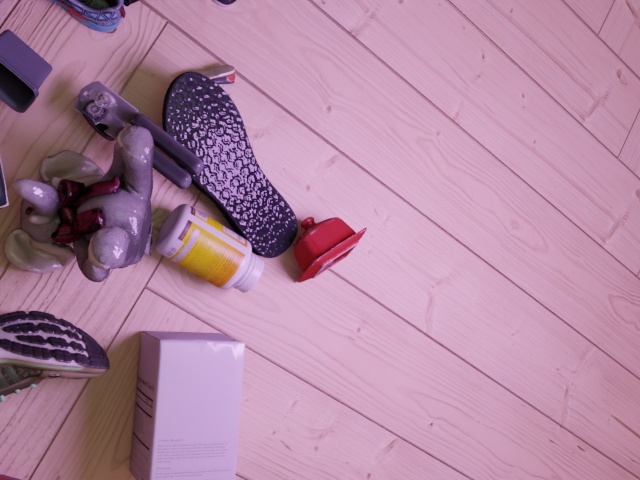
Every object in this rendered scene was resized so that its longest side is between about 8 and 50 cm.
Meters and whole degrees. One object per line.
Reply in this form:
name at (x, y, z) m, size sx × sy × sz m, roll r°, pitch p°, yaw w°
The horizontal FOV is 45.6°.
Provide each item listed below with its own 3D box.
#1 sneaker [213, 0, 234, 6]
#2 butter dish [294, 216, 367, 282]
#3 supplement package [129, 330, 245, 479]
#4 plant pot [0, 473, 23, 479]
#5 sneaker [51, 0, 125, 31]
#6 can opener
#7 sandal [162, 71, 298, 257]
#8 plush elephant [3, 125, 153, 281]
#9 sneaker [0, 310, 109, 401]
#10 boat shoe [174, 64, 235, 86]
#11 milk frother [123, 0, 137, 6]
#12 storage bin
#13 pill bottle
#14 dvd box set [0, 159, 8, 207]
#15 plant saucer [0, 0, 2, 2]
sneaker at (-0.234, -0.593, 1.575) m, size 0.217 × 0.121 × 0.079 m, roll 45°, pitch 71°, yaw -20°
butter dish at (0.000, 0.000, 1.702) m, size 0.159 × 0.160 × 0.118 m, roll -33°, pitch 82°, yaw -24°
supplement package at (-0.270, 0.337, 1.533) m, size 0.177 × 0.175 × 0.293 m, roll 6°, pitch 88°, yaw -25°
plant pot at (-0.662, 0.491, 1.302) m, size 0.265 × 0.272 × 0.273 m, roll 24°, pitch 80°, yaw -33°
sneaker at (-0.488, -0.500, 1.445) m, size 0.261 × 0.125 × 0.104 m, roll 22°, pitch 80°, yaw -25°
can opener at (-0.356, -0.201, 1.489) m, size 0.283 × 0.095 × 0.076 m, roll 38°, pitch 73°, yaw 0°
sandal at (-0.208, -0.146, 1.616) m, size 0.167 × 0.107 × 0.446 m, roll -41°, pitch 120°, yaw -22°
plush elephant at (-0.450, -0.056, 1.412) m, size 0.255 × 0.330 × 0.272 m, roll 10°, pitch 72°, yaw -5°
sneaker at (-0.605, 0.240, 1.413) m, size 0.410 × 0.158 × 0.182 m, roll 7°, pitch 118°, yaw -29°
boat shoe at (-0.243, -0.337, 1.617) m, size 0.137 × 0.049 × 0.043 m, roll -19°, pitch 139°, yaw -26°
milk frother at (-0.346, -0.557, 1.507) m, size 0.134 × 0.143 × 0.129 m, roll -29°, pitch 96°, yaw -22°
storage bin at (-0.578, -0.320, 1.428) m, size 0.135 × 0.098 × 0.091 m, roll 43°, pitch 45°, yaw -20°
pill bottle at (-0.226, 0.023, 1.587) m, size 0.215 × 0.117 × 0.117 m, roll 33°, pitch 76°, yaw -23°
dvd box set at (-0.583, -0.192, 1.235) m, size 0.062 × 0.420 × 0.308 m, roll -13°, pitch 96°, yaw -26°
plant saucer at (-0.660, -0.487, 1.308) m, size 0.400 × 0.101 × 0.401 m, roll 2°, pitch 59°, yaw -3°
